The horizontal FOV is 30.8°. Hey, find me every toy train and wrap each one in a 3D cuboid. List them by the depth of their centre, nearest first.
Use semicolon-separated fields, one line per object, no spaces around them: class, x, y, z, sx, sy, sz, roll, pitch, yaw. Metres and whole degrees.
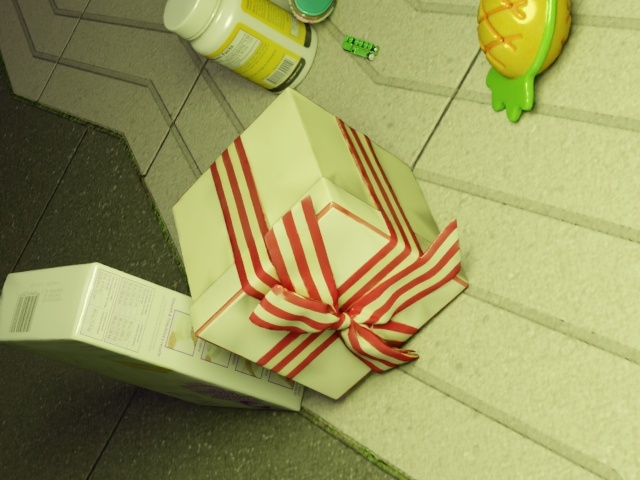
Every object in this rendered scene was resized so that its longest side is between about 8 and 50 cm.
toy train;0.055;-0.269;1.620;0.083;0.017;0.024;35;109;55

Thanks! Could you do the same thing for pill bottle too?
pill bottle;-0.117;-0.308;1.704;0.119;0.208;0.119;-31;47;40

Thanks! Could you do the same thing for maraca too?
maraca;0.224;-0.228;1.303;0.127;0.099;0.186;-123;38;-62

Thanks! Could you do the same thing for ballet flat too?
ballet flat;-0.015;-0.393;1.751;0.079;0.077;0.222;129;152;-52

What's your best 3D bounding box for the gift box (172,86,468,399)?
gift box;0.000;0.000;1.319;0.276;0.255;0.258;-47;38;26

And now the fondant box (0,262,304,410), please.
fondant box;-0.209;0.127;1.458;0.238;0.330;0.096;-7;66;51

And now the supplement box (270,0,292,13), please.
supplement box;-0.126;-0.404;1.896;0.239;0.073;0.130;11;79;56
